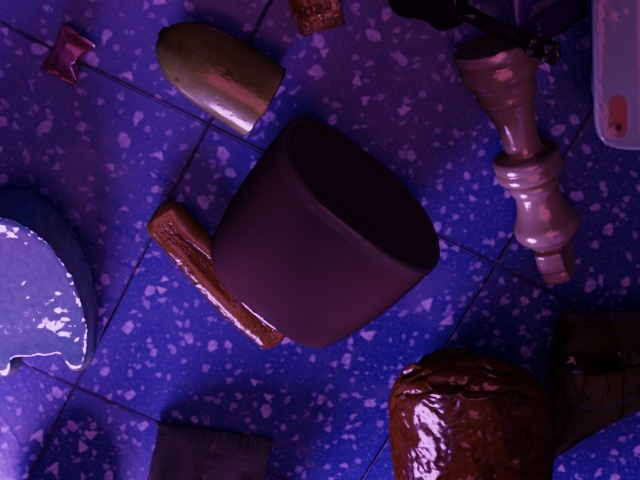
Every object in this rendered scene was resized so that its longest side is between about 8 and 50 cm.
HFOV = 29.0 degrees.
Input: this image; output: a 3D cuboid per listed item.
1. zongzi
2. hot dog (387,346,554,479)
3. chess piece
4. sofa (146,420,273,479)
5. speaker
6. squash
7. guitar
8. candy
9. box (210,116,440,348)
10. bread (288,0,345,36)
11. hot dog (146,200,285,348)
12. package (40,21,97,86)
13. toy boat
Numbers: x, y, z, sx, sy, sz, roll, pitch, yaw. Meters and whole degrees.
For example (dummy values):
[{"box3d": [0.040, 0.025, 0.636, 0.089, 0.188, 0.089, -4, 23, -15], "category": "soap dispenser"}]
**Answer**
[{"box3d": [0.490, 0.237, 1.962, 0.286, 0.138, 0.300, -3, 126, -6], "category": "zongzi"}, {"box3d": [0.231, 0.336, 1.943, 0.267, 0.174, 0.387, 2, 115, 13], "category": "hot dog"}, {"box3d": [0.309, -0.111, 1.820, 0.117, 0.117, 0.397, -19, 113, 7], "category": "chess piece"}, {"box3d": [-0.199, 0.436, 2.053, 0.210, 0.176, 0.225, 8, 140, -4], "category": "sofa"}, {"box3d": [0.450, -0.329, 1.670, 0.183, 0.184, 0.406, 1, 113, 17], "category": "speaker"}, {"box3d": [-0.150, -0.245, 1.755, 0.187, 0.123, 0.123, 34, 108, -8], "category": "squash"}, {"box3d": [0.208, -0.304, 1.694, 0.271, 0.038, 0.084, 32, 133, 24], "category": "guitar"}, {"box3d": [0.280, -0.408, 1.692, 0.145, 0.070, 0.275, -32, 109, -27], "category": "candy"}, {"box3d": [0.000, 0.000, 1.779, 0.301, 0.301, 0.216, 35, 115, -14], "category": "box"}, {"box3d": [-0.009, -0.335, 1.740, 0.070, 0.076, 0.083, -19, 112, 4], "category": "bread"}, {"box3d": [-0.155, 0.051, 1.903, 0.088, 0.061, 0.286, -36, 107, 9], "category": "hot dog"}, {"box3d": [-0.364, -0.268, 1.789, 0.059, 0.029, 0.083, 30, 117, -9], "category": "package"}, {"box3d": [-0.449, 0.060, 1.894, 0.215, 0.123, 0.330, -5, 124, 10], "category": "toy boat"}]
